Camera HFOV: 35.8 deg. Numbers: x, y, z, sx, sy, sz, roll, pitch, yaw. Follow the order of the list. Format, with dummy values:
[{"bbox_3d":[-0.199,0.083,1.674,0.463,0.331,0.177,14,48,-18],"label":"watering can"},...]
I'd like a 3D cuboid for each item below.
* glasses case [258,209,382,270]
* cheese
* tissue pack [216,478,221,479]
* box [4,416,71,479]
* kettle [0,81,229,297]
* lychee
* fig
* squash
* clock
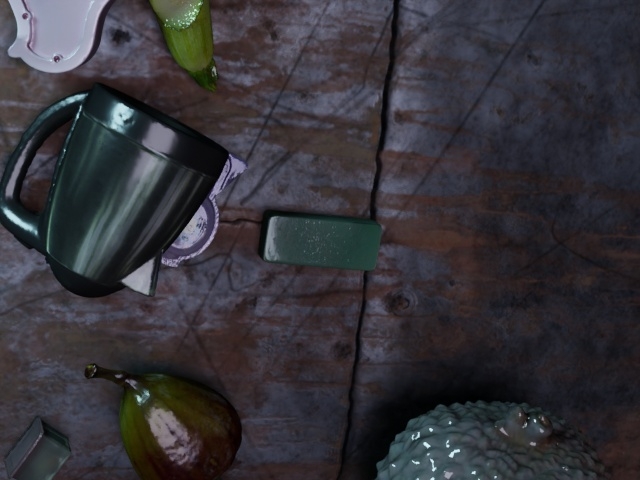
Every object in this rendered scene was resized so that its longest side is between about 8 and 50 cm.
[{"bbox_3d":[0.000,0.000,1.520,0.184,0.039,0.077,5,102,-19],"label":"glasses case"},{"bbox_3d":[-0.188,-0.052,1.447,0.105,0.042,0.191,26,89,-22],"label":"cheese"},{"bbox_3d":[-0.192,0.446,1.479,0.156,0.209,0.148,37,91,-21],"label":"tissue pack"},{"bbox_3d":[-0.413,0.316,1.459,0.063,0.060,0.084,36,89,-27],"label":"box"},{"bbox_3d":[-0.289,-0.056,1.327,0.251,0.207,0.271,25,96,-22],"label":"kettle"},{"bbox_3d":[0.261,0.432,1.547,0.380,0.380,0.432,6,120,-19],"label":"lychee"},{"bbox_3d":[-0.240,0.254,1.444,0.170,0.145,0.274,-46,122,-7],"label":"fig"},{"bbox_3d":[-0.182,-0.297,1.370,0.090,0.075,0.200,-17,108,-11],"label":"squash"},{"bbox_3d":[-0.280,-0.361,1.289,0.290,0.080,0.275,-2,103,-2],"label":"clock"}]
